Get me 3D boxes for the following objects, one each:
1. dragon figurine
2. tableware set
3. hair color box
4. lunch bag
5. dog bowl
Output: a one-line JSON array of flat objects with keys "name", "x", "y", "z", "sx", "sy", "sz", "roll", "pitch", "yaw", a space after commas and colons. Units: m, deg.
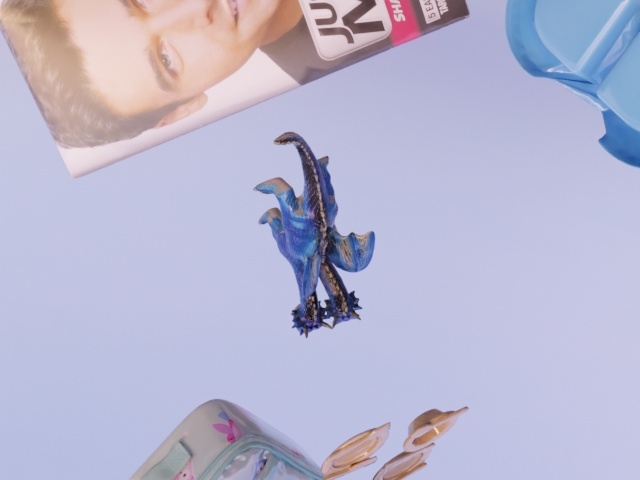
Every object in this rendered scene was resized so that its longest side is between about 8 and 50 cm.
[{"name": "dragon figurine", "x": 0.000, "y": 0.000, "z": 0.946, "sx": 0.085, "sy": 0.289, "sz": 0.144, "roll": -23, "pitch": -111, "yaw": -18}, {"name": "tableware set", "x": 0.053, "y": 0.193, "z": 0.808, "sx": 0.141, "sy": 0.169, "sz": 0.020, "roll": -18, "pitch": -122, "yaw": -26}, {"name": "hair color box", "x": -0.080, "y": -0.216, "z": 0.820, "sx": 0.374, "sy": 0.185, "sz": 0.113, "roll": -23, "pitch": -159, "yaw": -2}, {"name": "lunch bag", "x": -0.127, "y": 0.308, "z": 0.945, "sx": 0.108, "sy": 0.279, "sz": 0.224, "roll": 36, "pitch": 173, "yaw": 40}, {"name": "dog bowl", "x": 0.321, "y": -0.201, "z": 0.978, "sx": 0.074, "sy": 0.166, "sz": 0.297, "roll": -4, "pitch": -133, "yaw": -42}]
